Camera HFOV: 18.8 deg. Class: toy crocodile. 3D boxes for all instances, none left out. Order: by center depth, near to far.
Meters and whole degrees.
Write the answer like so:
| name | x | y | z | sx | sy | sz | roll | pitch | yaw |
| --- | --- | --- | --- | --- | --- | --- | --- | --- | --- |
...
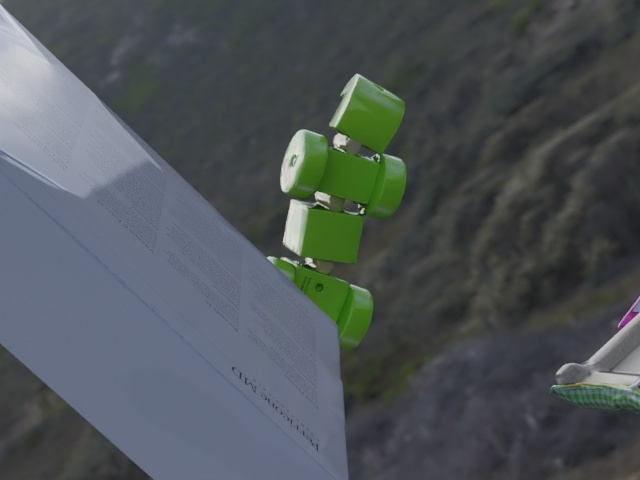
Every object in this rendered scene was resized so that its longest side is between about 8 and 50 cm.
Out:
| name | x | y | z | sx | sy | sz | roll | pitch | yaw |
| --- | --- | --- | --- | --- | --- | --- | --- | --- | --- |
| toy crocodile | 0.000 | 0.000 | 1.924 | 0.105 | 0.115 | 0.340 | -155 | 80 | -71 |

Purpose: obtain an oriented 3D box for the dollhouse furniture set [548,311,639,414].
| name | x | y | z | sx | sy | sz | roll | pitch | yaw |
| --- | --- | --- | --- | --- | --- | --- | --- | --- | --- |
| dollhouse furniture set | 0.307 | 0.045 | 1.041 | 0.301 | 0.151 | 0.197 | -40 | 12 | -16 |

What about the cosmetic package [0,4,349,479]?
| name | x | y | z | sx | sy | sz | roll | pitch | yaw |
| --- | --- | --- | --- | --- | --- | --- | --- | --- | --- |
| cosmetic package | -0.142 | 0.020 | 1.344 | 0.097 | 0.377 | 0.284 | -43 | 15 | 11 |

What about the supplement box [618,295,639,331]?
| name | x | y | z | sx | sy | sz | roll | pitch | yaw |
| --- | --- | --- | --- | --- | --- | --- | --- | --- | --- |
| supplement box | 0.309 | 0.031 | 1.279 | 0.114 | 0.111 | 0.220 | 4 | 43 | 46 |
